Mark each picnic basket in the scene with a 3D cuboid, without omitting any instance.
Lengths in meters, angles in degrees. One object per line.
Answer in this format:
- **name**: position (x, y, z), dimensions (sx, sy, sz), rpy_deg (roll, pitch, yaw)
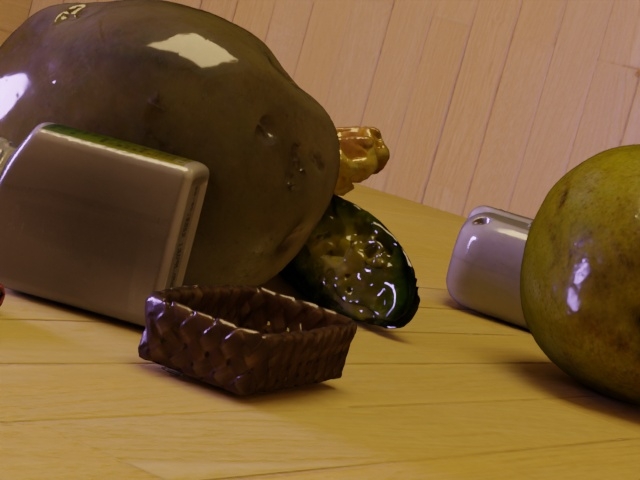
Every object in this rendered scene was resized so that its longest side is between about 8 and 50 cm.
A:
- **picnic basket**: position (-0.050, 0.071, 1.283), dimensions (0.110, 0.055, 0.193), rpy_deg (19, 6, 22)

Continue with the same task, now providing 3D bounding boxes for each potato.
- **potato**: position (-0.153, -0.082, 1.533), dimensions (0.326, 0.243, 0.221), rpy_deg (18, 20, 19)

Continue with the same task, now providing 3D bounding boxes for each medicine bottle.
- **medicine bottle**: position (-0.194, -0.020, 1.388), dimensions (0.188, 0.132, 0.088), rpy_deg (16, 6, 6)

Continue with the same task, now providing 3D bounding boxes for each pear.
- **pear**: position (0.309, 0.035, 1.707), dimensions (0.253, 0.253, 0.307), rpy_deg (16, 16, 6)

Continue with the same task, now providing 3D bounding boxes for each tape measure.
- **tape measure**: position (0.286, 0.043, 2.152), dimensions (0.258, 0.130, 0.265), rpy_deg (18, 6, 7)

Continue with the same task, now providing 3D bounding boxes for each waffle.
- **waffle**: position (-0.035, -0.074, 1.784), dimensions (0.211, 0.055, 0.160), rpy_deg (-8, 13, -5)

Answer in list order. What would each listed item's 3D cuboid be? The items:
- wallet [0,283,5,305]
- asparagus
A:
- **wallet**: position (-0.343, 0.005, 1.277), dimensions (0.232, 0.025, 0.119), rpy_deg (18, 7, 30)
- **asparagus**: position (0.000, 0.000, 1.846), dimensions (0.108, 0.128, 0.382), rpy_deg (-27, 16, -9)
